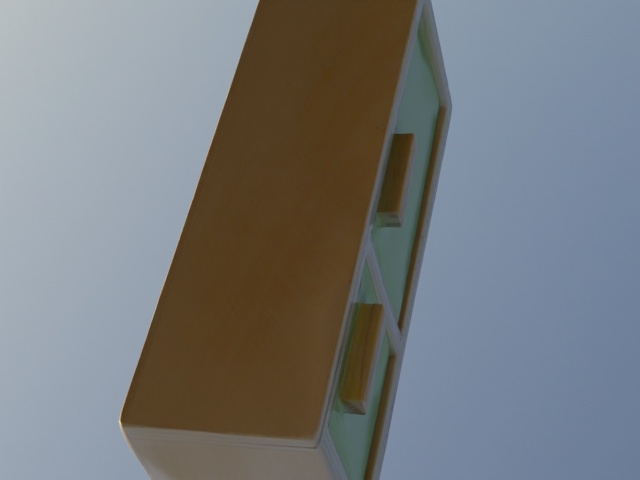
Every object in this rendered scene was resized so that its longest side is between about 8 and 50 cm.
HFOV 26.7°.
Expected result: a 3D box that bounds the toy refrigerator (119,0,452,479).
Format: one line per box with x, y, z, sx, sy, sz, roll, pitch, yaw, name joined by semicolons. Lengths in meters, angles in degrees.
0.000;0.000;0.635;0.094;0.102;0.269;2;-128;17;toy refrigerator
